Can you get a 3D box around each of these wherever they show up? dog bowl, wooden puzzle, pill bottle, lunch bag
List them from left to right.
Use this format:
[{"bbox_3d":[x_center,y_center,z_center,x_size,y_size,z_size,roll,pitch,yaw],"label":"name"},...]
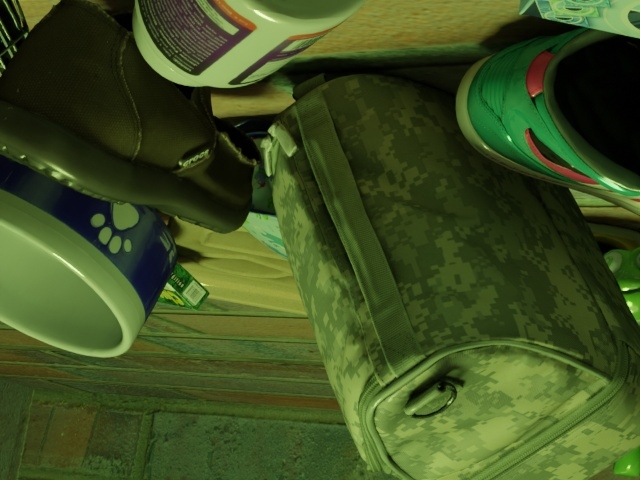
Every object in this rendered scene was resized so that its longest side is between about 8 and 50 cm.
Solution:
[{"bbox_3d":[-0.276,-0.001,1.585,0.265,0.104,0.265,23,154,12],"label":"dog bowl"},{"bbox_3d":[-0.047,-0.151,0.952,0.108,0.108,0.193,13,167,-20],"label":"pill bottle"},{"bbox_3d":[-0.035,-0.038,1.426,0.151,0.096,0.129,9,158,42],"label":"lunch bag"},{"bbox_3d":[0.000,0.000,1.689,0.322,0.080,0.348,10,163,-8],"label":"wooden puzzle"},{"bbox_3d":[0.090,0.034,1.240,0.212,0.305,0.256,-34,141,18],"label":"lunch bag"}]

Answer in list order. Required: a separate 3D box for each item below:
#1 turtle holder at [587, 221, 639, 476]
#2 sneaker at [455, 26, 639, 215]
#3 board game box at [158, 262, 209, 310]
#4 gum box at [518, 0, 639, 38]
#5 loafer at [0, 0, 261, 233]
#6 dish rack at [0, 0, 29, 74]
[{"bbox_3d":[0.245,0.097,1.588,0.243,0.227,0.320,5,166,22],"label":"turtle holder"},{"bbox_3d":[0.252,-0.075,1.083,0.295,0.124,0.178,12,177,-9],"label":"sneaker"},{"bbox_3d":[-0.228,0.014,1.776,0.136,0.030,0.259,48,160,-24],"label":"board game box"},{"bbox_3d":[0.224,-0.152,0.918,0.184,0.041,0.157,11,168,-8],"label":"gum box"},{"bbox_3d":[-0.113,-0.091,1.166,0.134,0.130,0.366,26,-176,11],"label":"loafer"},{"bbox_3d":[-0.312,-0.101,1.023,0.074,0.271,0.208,29,154,34],"label":"dish rack"}]
